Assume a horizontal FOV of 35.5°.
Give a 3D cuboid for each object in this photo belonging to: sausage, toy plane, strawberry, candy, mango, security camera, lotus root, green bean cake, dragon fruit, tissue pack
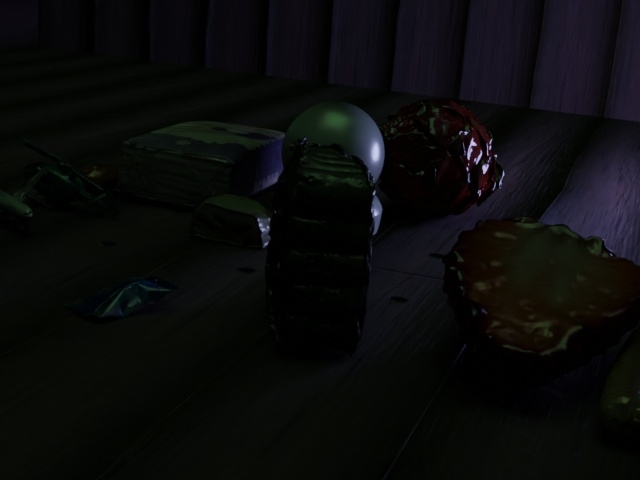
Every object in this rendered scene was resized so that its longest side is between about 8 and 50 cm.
[{"bbox_3d":[0.385,0.165,1.215,0.066,0.066,0.301,12,16,23],"label":"sausage"},{"bbox_3d":[-0.459,-0.100,1.825,0.235,0.096,0.060,29,26,15],"label":"toy plane"},{"bbox_3d":[0.274,0.099,1.291,0.265,0.149,0.336,17,30,17],"label":"strawberry"},{"bbox_3d":[-0.274,0.076,1.378,0.136,0.038,0.088,-20,25,-35],"label":"candy"},{"bbox_3d":[-0.552,-0.072,1.722,0.226,0.058,0.226,-33,47,-30],"label":"toy plane"},{"bbox_3d":[-0.425,-0.118,1.938,0.077,0.063,0.127,6,14,36],"label":"mango"},{"bbox_3d":[0.026,-0.133,1.808,0.194,0.236,0.194,4,19,-1],"label":"security camera"},{"bbox_3d":[-0.144,-0.043,1.746,0.143,0.070,0.144,8,17,9],"label":"lotus root"},{"bbox_3d":[0.000,0.000,1.336,0.132,0.255,0.241,5,12,-6],"label":"green bean cake"},{"bbox_3d":[0.220,-0.166,1.952,0.299,0.244,0.244,14,8,-38],"label":"dragon fruit"},{"bbox_3d":[-0.224,-0.161,2.019,0.242,0.125,0.344,9,17,16],"label":"tissue pack"}]
